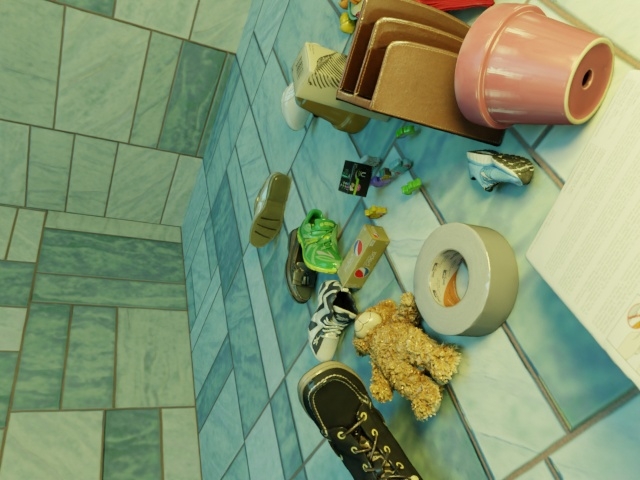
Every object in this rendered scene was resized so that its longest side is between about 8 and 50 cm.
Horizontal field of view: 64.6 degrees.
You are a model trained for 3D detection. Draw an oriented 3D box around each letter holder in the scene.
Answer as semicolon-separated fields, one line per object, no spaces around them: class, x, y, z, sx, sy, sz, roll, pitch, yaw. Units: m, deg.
letter holder;0.217;-0.325;0.952;0.152;0.302;0.214;46;123;58

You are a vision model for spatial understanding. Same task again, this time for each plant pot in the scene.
plant pot;0.350;-0.269;0.818;0.180;0.202;0.201;34;114;45
plant pot;0.036;-0.431;1.472;0.205;0.188;0.204;-26;60;59

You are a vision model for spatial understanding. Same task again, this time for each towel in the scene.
towel;0.224;-0.515;1.124;0.275;0.199;0.031;-142;43;-61

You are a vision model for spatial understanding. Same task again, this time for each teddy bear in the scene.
teddy bear;0.169;0.240;1.114;0.245;0.113;0.338;-65;31;27

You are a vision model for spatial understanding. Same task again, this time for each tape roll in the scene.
tape roll;0.275;0.076;0.988;0.219;0.073;0.218;-29;57;59

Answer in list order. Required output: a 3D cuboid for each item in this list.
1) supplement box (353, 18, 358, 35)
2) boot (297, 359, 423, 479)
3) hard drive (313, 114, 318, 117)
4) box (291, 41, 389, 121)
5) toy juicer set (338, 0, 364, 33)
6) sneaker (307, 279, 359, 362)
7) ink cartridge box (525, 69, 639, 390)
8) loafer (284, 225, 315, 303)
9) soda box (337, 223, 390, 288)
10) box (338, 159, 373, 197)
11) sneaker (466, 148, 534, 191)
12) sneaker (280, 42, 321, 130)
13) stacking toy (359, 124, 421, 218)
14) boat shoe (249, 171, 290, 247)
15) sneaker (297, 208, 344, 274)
supplement box;0.171;-0.398;1.188;0.129;0.192;0.193;39;117;60
boot;0.105;0.432;1.009;0.284;0.138;0.377;44;162;53
hard drive;-0.014;-0.508;1.778;0.094;0.022;0.135;-59;34;38
box;0.070;-0.401;1.296;0.094;0.276;0.113;-47;44;49
toy juicer set;0.107;-0.695;1.513;0.209;0.090;0.328;-48;42;48
sneaker;0.039;0.227;1.394;0.153;0.094;0.234;172;114;-72
ink cartridge box;0.415;-0.016;0.588;0.385;0.091;0.307;-95;24;-65
loafer;-0.060;0.069;1.643;0.084;0.096;0.267;-38;48;47
soda box;0.111;0.045;1.341;0.181;0.058;0.061;-62;33;34
box;0.091;-0.160;1.314;0.052;0.062;0.083;30;110;58
sneaker;0.337;-0.124;0.953;0.162;0.064;0.073;-133;38;-63
sneaker;-0.048;-0.511;1.707;0.129;0.111;0.296;44;123;51
stacking toy;0.179;-0.168;1.278;0.221;0.052;0.166;-33;56;54
boat shoe;-0.202;-0.120;1.967;0.302;0.113;0.103;-67;27;7
sneaker;0.000;0.000;1.517;0.295;0.110;0.123;-121;42;-52
